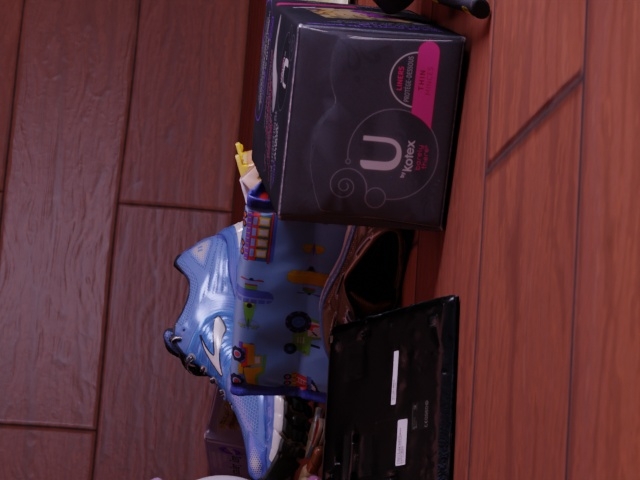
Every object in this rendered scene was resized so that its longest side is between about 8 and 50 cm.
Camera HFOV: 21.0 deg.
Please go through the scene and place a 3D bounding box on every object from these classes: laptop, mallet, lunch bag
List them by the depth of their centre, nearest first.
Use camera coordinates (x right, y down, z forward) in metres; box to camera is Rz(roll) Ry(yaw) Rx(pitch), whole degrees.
[{"bbox_3d":[0.077,-0.208,1.377,0.039,0.062,0.190,-46,22,-6],"label":"mallet"},{"bbox_3d":[0.073,0.189,1.415,0.264,0.136,0.234,-20,62,54],"label":"laptop"},{"bbox_3d":[0.000,0.000,1.770,0.293,0.138,0.221,-76,-6,-62],"label":"lunch bag"}]

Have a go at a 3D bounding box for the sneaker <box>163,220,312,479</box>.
[{"bbox_3d":[-0.104,0.145,2.089,0.130,0.147,0.330,56,-162,-63],"label":"sneaker"}]

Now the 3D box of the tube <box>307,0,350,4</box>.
[{"bbox_3d":[0.009,-0.309,2.177,0.070,0.062,0.240,53,170,-6],"label":"tube"}]

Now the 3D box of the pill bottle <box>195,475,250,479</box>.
[{"bbox_3d":[-0.099,0.394,1.850,0.361,0.204,0.204,-112,28,-75],"label":"pill bottle"}]

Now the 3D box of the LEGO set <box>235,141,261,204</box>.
[{"bbox_3d":[-0.026,-0.059,1.901,0.287,0.107,0.132,74,-179,-67],"label":"LEGO set"}]

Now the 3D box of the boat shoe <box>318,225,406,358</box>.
[{"bbox_3d":[0.038,0.049,1.585,0.066,0.066,0.183,-101,18,-62],"label":"boat shoe"}]

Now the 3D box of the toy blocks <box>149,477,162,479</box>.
[{"bbox_3d":[-0.129,0.458,2.213,0.260,0.309,0.288,-51,24,3],"label":"toy blocks"}]

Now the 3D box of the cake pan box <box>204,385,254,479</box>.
[{"bbox_3d":[-0.097,0.185,2.326,0.246,0.070,0.267,98,-177,-66],"label":"cake pan box"}]

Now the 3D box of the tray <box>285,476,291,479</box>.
[{"bbox_3d":[-0.044,0.215,2.259,0.145,0.030,0.270,-97,14,-63],"label":"tray"}]

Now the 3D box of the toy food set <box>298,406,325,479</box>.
[{"bbox_3d":[-0.006,0.256,1.979,0.078,0.019,0.122,-142,65,-81],"label":"toy food set"}]

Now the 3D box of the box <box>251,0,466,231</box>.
[{"bbox_3d":[0.026,-0.117,1.497,0.270,0.143,0.165,-116,31,-75],"label":"box"}]
